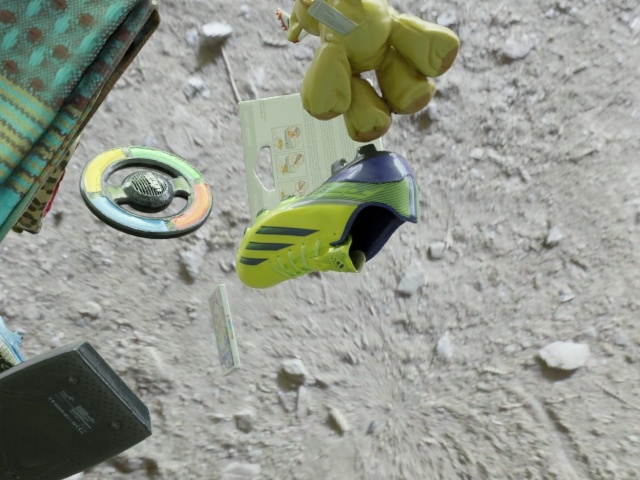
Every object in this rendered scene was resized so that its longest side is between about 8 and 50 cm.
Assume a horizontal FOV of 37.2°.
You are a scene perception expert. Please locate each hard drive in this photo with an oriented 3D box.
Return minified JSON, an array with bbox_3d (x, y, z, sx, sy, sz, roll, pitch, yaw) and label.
[{"bbox_3d":[-0.353,0.227,1.224,0.255,0.054,0.172,-27,115,23],"label":"hard drive"}]

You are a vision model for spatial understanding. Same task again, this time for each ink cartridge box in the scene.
[{"bbox_3d":[-0.009,-0.140,1.790,0.261,0.066,0.296,-9,73,5],"label":"ink cartridge box"}]

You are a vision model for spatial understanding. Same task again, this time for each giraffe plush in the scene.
[{"bbox_3d":[0.029,-0.242,1.077,0.181,0.210,0.170,-36,43,8],"label":"giraffe plush"}]

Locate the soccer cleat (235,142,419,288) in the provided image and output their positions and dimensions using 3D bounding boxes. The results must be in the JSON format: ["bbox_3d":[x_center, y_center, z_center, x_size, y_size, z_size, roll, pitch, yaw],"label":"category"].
[{"bbox_3d":[-0.001,0.000,1.131,0.289,0.093,0.121,-35,59,34],"label":"soccer cleat"}]

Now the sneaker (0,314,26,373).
[{"bbox_3d":[-0.530,0.192,1.646,0.063,0.162,0.073,-8,36,26],"label":"sneaker"}]

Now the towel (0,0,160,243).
[{"bbox_3d":[-0.269,-0.008,0.357,0.271,0.040,0.370,32,82,8],"label":"towel"}]

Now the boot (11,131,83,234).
[{"bbox_3d":[-0.408,-0.095,0.970,0.284,0.377,0.138,24,61,-16],"label":"boot"}]

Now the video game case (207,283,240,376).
[{"bbox_3d":[-0.140,0.131,1.373,0.011,0.087,0.122,-8,77,-20],"label":"video game case"}]

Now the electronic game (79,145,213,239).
[{"bbox_3d":[-0.297,-0.085,1.629,0.229,0.048,0.229,13,40,-11],"label":"electronic game"}]

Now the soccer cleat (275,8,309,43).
[{"bbox_3d":[-0.048,-0.368,1.612,0.036,0.029,0.083,-31,57,-2],"label":"soccer cleat"}]
